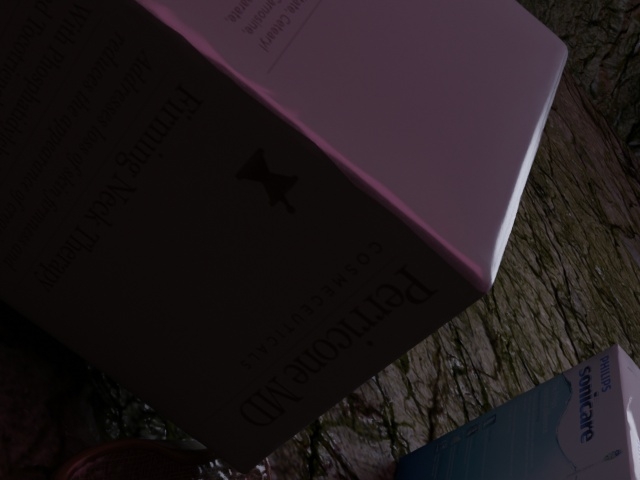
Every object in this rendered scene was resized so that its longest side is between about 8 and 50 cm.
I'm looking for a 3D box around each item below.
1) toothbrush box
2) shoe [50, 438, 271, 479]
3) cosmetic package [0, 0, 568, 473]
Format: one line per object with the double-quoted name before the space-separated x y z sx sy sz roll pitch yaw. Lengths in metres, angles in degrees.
"toothbrush box" 0.214 0.268 1.038 0.126 0.295 0.216 47 27 -15
"shoe" -0.131 0.198 0.829 0.219 0.058 0.077 11 70 -50
"cosmetic package" -0.076 -0.102 0.816 0.393 0.329 0.327 38 43 -9
